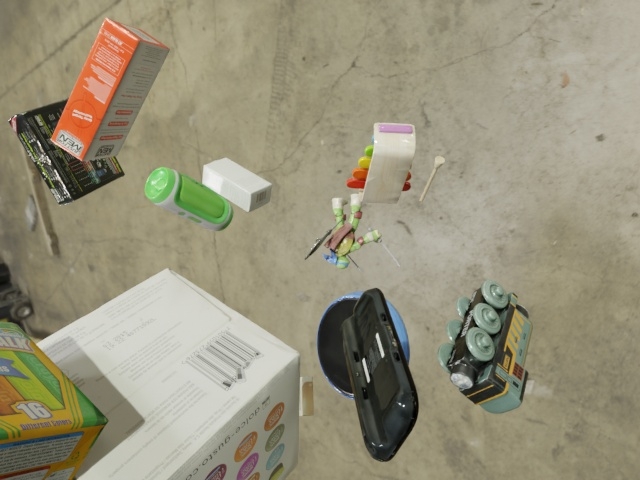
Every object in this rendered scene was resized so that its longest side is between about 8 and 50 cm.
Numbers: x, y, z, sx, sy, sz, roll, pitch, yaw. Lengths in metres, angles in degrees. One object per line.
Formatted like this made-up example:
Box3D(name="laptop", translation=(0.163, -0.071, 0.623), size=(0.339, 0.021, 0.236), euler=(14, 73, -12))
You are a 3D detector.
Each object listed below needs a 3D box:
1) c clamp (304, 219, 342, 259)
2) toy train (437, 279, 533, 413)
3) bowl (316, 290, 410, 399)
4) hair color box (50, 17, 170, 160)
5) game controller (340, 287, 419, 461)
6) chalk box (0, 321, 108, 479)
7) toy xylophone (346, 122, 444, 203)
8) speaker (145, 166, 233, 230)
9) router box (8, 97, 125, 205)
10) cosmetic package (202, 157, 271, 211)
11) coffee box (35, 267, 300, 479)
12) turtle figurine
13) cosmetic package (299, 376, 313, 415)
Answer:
Box3D(name="c clamp", translation=(0.000, 0.000, 1.595), size=(0.022, 0.161, 0.137), euler=(41, 121, 2))
Box3D(name="toy train", translation=(0.403, 0.240, 1.142), size=(0.190, 0.334, 0.142), euler=(41, 135, -2))
Box3D(name="bowl", translation=(0.137, 0.378, 1.727), size=(0.391, 0.077, 0.391), euler=(-5, 82, 45))
Box3D(name="hair color box", translation=(-0.224, -0.157, 0.517), size=(0.043, 0.072, 0.141), euler=(33, 106, -1))
Box3D(name="game controller", translation=(0.105, 0.235, 0.905), size=(0.166, 0.067, 0.319), euler=(-59, 24, 28))
Box3D(name="chalk box", translation=(-0.437, 0.202, 0.561), size=(0.289, 0.180, 0.179), euler=(32, 90, 23))
Box3D(name="toy xylophone", translation=(0.220, -0.205, 1.436), size=(0.323, 0.236, 0.081), euler=(113, 161, -56))
Box3D(name="speaker", translation=(-0.427, -0.131, 1.598), size=(0.131, 0.296, 0.131), euler=(-13, 64, 29))
Box3D(name="router box", translation=(-0.331, -0.121, 0.640), size=(0.038, 0.092, 0.122), euler=(-8, 114, 33))
Box3D(name="cosmetic package", translation=(-0.299, -0.201, 1.722), size=(0.231, 0.117, 0.086), euler=(31, 128, 24))
Box3D(name="coffee box", translation=(-0.266, 0.319, 0.827), size=(0.338, 0.337, 0.334), euler=(26, 131, 29))
Box3D(name="turtle figurine", translation=(0.128, -0.020, 1.761), size=(0.198, 0.274, 0.266), euler=(148, 125, -71))
Box3D(name="cosmetic package", translation=(-0.051, 0.483, 1.496), size=(0.060, 0.041, 0.115), euler=(-33, 54, 58))
